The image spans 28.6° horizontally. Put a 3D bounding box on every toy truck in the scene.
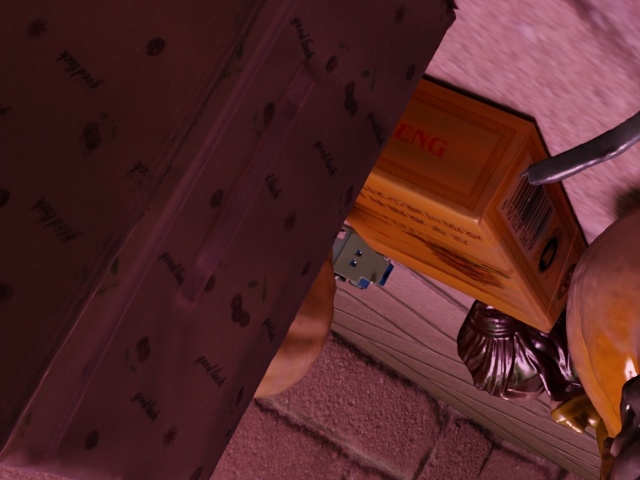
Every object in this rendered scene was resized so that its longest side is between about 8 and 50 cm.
[{"bbox_3d":[0.000,0.000,1.477,0.175,0.067,0.081,26,171,22],"label":"toy truck"}]

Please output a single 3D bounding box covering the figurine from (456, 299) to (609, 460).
[{"bbox_3d":[0.274,0.164,1.238,0.315,0.187,0.168,36,179,17],"label":"figurine"}]

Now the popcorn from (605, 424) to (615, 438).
[{"bbox_3d":[0.315,0.151,1.061,0.167,0.152,0.148,33,145,-17],"label":"popcorn"}]

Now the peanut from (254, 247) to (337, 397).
[{"bbox_3d":[-0.100,-0.034,0.987,0.192,0.169,0.387,-10,-137,-24],"label":"peanut"}]

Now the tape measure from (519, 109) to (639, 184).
[{"bbox_3d":[0.057,-0.114,0.391,0.164,0.084,0.330,30,172,13],"label":"tape measure"}]

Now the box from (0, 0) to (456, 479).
[{"bbox_3d":[-0.111,-0.056,0.599,0.225,0.297,0.190,26,172,26],"label":"box"}]

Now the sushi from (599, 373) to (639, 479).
[{"bbox_3d":[0.307,0.191,0.578,0.417,0.176,0.417,8,127,11],"label":"sushi"}]

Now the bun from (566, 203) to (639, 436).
[{"bbox_3d":[0.277,0.108,0.773,0.299,0.165,0.299,28,171,5],"label":"bun"}]

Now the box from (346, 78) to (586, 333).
[{"bbox_3d":[0.084,-0.033,0.899,0.174,0.076,0.274,27,173,26],"label":"box"}]
